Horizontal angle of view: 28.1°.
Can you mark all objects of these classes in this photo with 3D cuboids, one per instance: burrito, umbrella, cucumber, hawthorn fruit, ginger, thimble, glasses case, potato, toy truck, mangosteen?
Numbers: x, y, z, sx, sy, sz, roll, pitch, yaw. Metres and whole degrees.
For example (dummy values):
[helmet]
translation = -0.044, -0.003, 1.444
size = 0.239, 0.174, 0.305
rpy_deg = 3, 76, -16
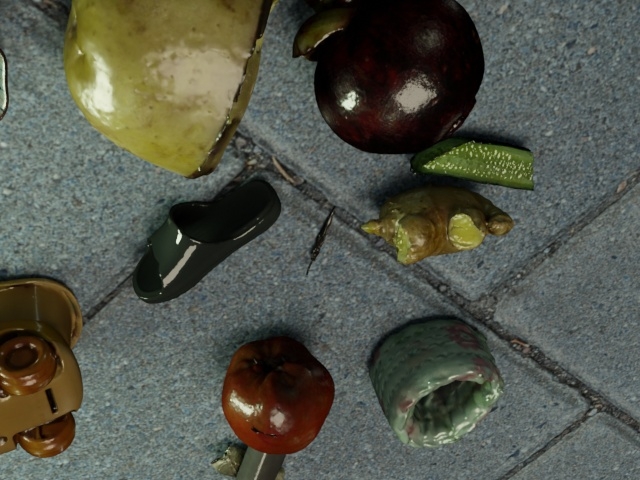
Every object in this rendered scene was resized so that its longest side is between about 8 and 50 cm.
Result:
[burrito]
translation = -0.124, 0.395, 2.219
size = 0.051, 0.042, 0.171
rpy_deg = -47, 133, 9
[umbrella]
translation = 0.000, -0.001, 1.919
size = 0.013, 0.022, 0.122
rpy_deg = 21, 113, -5
[cucumber]
translation = 0.231, -0.122, 1.878
size = 0.220, 0.046, 0.070
rpy_deg = 5, 127, -28
[hawthorn fruit]
translation = -0.071, 0.257, 2.018
size = 0.185, 0.185, 0.202
rpy_deg = -10, 137, -12
[ginger]
translation = 0.165, -0.025, 1.868
size = 0.216, 0.157, 0.102
rpy_deg = -7, 118, -7
[thimble]
translation = 0.195, 0.231, 2.119
size = 0.211, 0.149, 0.185
rpy_deg = -24, 133, 0
[glasses case]
translation = -0.095, 0.373, 2.174
size = 0.072, 0.042, 0.191
rpy_deg = 1, 116, -46
[potato]
translation = -0.192, -0.227, 1.505
size = 0.242, 0.242, 0.285
rpy_deg = 8, 133, -27
[toy truck]
translation = -0.458, 0.194, 1.783
size = 0.288, 0.212, 0.204
rpy_deg = -17, 135, -11
[mangosteen]
translation = 0.078, -0.233, 1.618
size = 0.265, 0.228, 0.228
rpy_deg = 40, 115, 1

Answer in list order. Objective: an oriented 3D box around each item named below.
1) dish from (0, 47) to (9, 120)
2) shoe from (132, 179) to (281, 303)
[dish]
translation = -0.464, -0.198, 1.517
size = 0.190, 0.066, 0.191
rpy_deg = -12, 133, -13
[shoe]
translation = -0.173, -0.018, 1.775
size = 0.241, 0.108, 0.093
rpy_deg = -34, 133, 1
